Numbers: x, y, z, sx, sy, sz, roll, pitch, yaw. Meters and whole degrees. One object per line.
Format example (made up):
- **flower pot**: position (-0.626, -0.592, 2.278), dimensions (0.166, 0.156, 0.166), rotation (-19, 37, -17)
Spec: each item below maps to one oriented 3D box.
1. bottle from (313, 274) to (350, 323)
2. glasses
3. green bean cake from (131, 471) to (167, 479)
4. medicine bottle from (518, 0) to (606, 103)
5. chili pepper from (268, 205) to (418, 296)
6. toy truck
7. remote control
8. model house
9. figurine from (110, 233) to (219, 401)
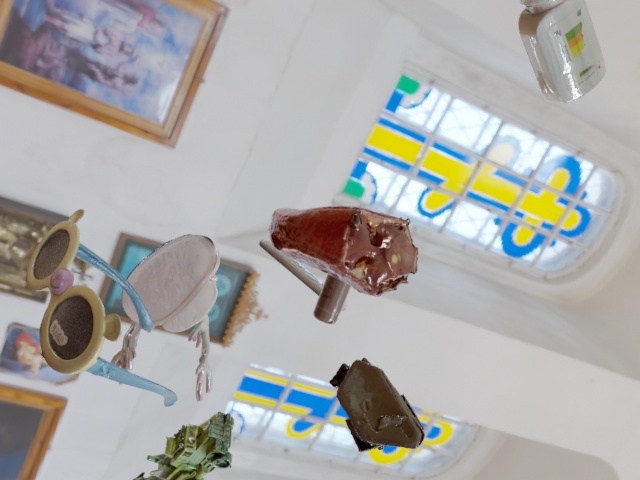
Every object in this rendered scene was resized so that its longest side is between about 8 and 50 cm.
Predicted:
- **bottle**: position (0.031, 0.096, 1.466), dimensions (0.140, 0.053, 0.053), rotation (-69, -157, 3)
- **glasses**: position (-0.238, 0.101, 0.797), dimensions (0.189, 0.088, 0.220), rotation (58, -10, 38)
- **green bean cake**: position (-0.313, 0.572, 1.265), dimensions (0.250, 0.247, 0.156), rotation (-39, -174, 1)
- **medicine bottle**: position (0.544, -0.472, 1.675), dimensions (0.161, 0.296, 0.111), rotation (-38, -152, -14)
- **chili pepper**: position (0.000, 0.000, 1.037), dimensions (0.253, 0.144, 0.136), rotation (11, -55, 43)
- **toy truck**: position (-0.308, 0.499, 1.702), dimensions (0.259, 0.135, 0.128), rotation (-41, -148, 30)
- **remote control**: position (-0.039, 0.077, 1.722), dimensions (0.261, 0.067, 0.029), rotation (39, -81, 22)
- **model house**: position (0.108, 0.331, 1.478), dimensions (0.141, 0.203, 0.164), rotation (-27, 172, 4)
- **figurine**: position (-0.288, 0.144, 1.381), dimensions (0.315, 0.206, 0.284), rotation (110, -8, -77)
